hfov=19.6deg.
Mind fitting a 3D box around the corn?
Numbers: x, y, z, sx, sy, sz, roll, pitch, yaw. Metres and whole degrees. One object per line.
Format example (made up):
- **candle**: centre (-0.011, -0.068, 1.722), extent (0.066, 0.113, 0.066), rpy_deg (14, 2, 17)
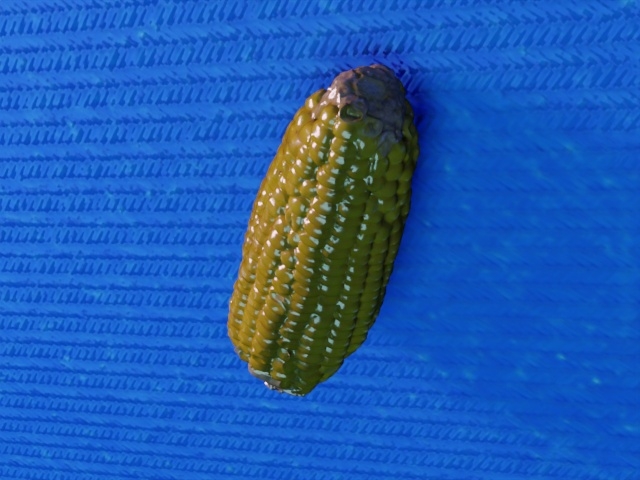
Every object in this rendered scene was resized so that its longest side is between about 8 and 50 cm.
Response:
- **corn**: centre (0.000, 0.000, 1.118), extent (0.097, 0.097, 0.262), rpy_deg (25, 137, 8)
